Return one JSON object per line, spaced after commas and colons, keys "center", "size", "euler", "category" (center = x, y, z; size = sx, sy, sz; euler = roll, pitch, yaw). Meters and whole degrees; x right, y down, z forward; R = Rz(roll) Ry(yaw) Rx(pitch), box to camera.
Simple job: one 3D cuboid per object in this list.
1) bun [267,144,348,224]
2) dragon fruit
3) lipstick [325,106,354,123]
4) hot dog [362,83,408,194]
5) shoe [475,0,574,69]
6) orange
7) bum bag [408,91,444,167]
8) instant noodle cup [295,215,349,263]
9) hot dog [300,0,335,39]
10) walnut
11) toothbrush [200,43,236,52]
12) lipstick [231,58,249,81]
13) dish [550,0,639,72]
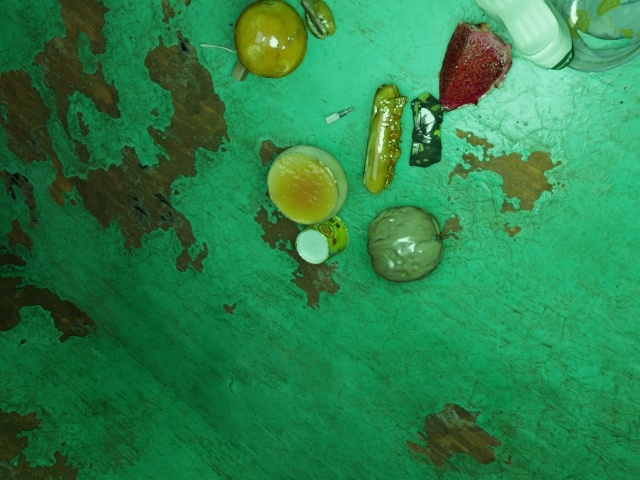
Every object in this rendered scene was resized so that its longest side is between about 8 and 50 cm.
{"center": [-0.041, -0.205, 1.481], "size": [0.298, 0.165, 0.299], "euler": [9, 117, 18], "category": "bun"}
{"center": [0.433, -0.490, 1.137], "size": [0.161, 0.126, 0.274], "euler": [4, 148, -2], "category": "dragon fruit"}
{"center": [0.070, -0.435, 1.407], "size": [0.107, 0.025, 0.025], "euler": [-18, 102, 26], "category": "lipstick"}
{"center": [0.210, -0.319, 1.312], "size": [0.116, 0.158, 0.349], "euler": [8, 112, 5], "category": "hot dog"}
{"center": [0.516, -0.570, 1.025], "size": [0.131, 0.160, 0.363], "euler": [-41, 53, 40], "category": "shoe"}
{"center": [-0.159, -0.647, 1.311], "size": [0.239, 0.240, 0.240], "euler": [11, 116, 24], "category": "orange"}
{"center": [0.334, -0.345, 1.285], "size": [0.106, 0.060, 0.233], "euler": [6, 116, 16], "category": "bum bag"}
{"center": [0.000, 0.000, 1.562], "size": [0.182, 0.144, 0.182], "euler": [11, 115, 24], "category": "instant noodle cup"}
{"center": [-0.009, -0.717, 1.304], "size": [0.089, 0.060, 0.140], "euler": [-18, 98, 28], "category": "hot dog"}
{"center": [0.277, 0.013, 1.372], "size": [0.273, 0.227, 0.274], "euler": [15, 122, 26], "category": "walnut"}
{"center": [-0.366, -0.716, 1.519], "size": [0.203, 0.017, 0.022], "euler": [17, 129, 20], "category": "toothbrush"}
{"center": [-0.268, -0.652, 1.478], "size": [0.045, 0.045, 0.145], "euler": [44, 123, 2], "category": "lipstick"}
{"center": [0.694, -0.554, 0.961], "size": [0.273, 0.133, 0.274], "euler": [46, 149, 38], "category": "dish"}
